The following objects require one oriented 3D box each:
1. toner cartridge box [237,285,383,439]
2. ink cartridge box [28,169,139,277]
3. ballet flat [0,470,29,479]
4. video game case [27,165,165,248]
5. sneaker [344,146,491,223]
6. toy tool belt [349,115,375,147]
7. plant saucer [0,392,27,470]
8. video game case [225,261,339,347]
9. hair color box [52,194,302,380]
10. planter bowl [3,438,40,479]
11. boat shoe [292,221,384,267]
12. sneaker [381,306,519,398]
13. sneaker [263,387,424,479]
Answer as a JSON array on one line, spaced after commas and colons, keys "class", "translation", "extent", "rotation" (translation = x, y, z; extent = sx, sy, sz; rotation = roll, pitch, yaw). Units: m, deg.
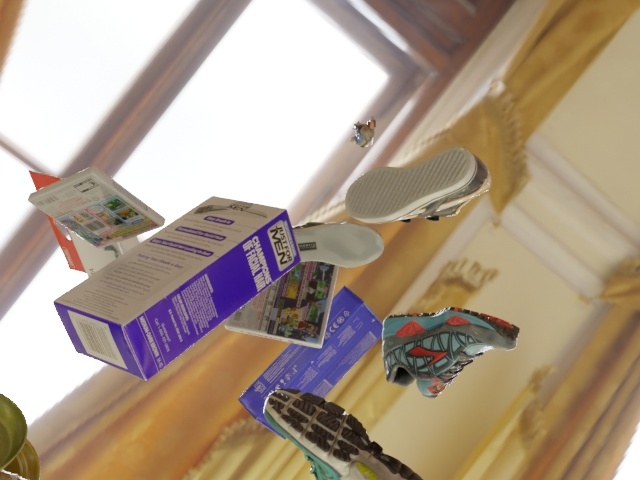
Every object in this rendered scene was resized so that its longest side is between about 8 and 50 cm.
[{"class": "toner cartridge box", "translation": [-0.014, 0.277, 2.158], "extent": [0.075, 0.348, 0.165], "rotation": [40, 173, 34]}, {"class": "ink cartridge box", "translation": [-0.518, -0.004, 2.114], "extent": [0.261, 0.066, 0.296], "rotation": [10, 133, 26]}, {"class": "ballet flat", "translation": [-0.544, 0.487, 1.770], "extent": [0.206, 0.067, 0.073], "rotation": [49, 163, 24]}, {"class": "video game case", "translation": [-0.333, -0.046, 1.426], "extent": [0.157, 0.019, 0.143], "rotation": [-16, 138, 37]}, {"class": "sneaker", "translation": [0.207, -0.097, 2.007], "extent": [0.321, 0.126, 0.127], "rotation": [-14, 155, 37]}, {"class": "toy tool belt", "translation": [0.090, -0.234, 2.073], "extent": [0.051, 0.052, 0.083], "rotation": [-1, 156, -4]}, {"class": "plant saucer", "translation": [-0.547, 0.287, 1.377], "extent": [0.241, 0.037, 0.241], "rotation": [10, -155, -5]}, {"class": "video game case", "translation": [-0.068, 0.094, 1.813], "extent": [0.184, 0.201, 0.023], "rotation": [11, 151, 4]}, {"class": "hair color box", "translation": [-0.212, 0.061, 1.472], "extent": [0.185, 0.339, 0.110], "rotation": [12, 130, 43]}, {"class": "planter bowl", "translation": [-0.800, 0.569, 2.327], "extent": [0.090, 0.217, 0.217], "rotation": [-18, 137, 38]}, {"class": "boat shoe", "translation": [0.000, 0.000, 1.648], "extent": [0.220, 0.077, 0.070], "rotation": [0, -163, 6]}, {"class": "sneaker", "translation": [0.189, 0.172, 1.406], "extent": [0.104, 0.125, 0.262], "rotation": [18, 162, -30]}, {"class": "sneaker", "translation": [0.023, 0.308, 1.271], "extent": [0.275, 0.110, 0.107], "rotation": [42, -153, 11]}]
